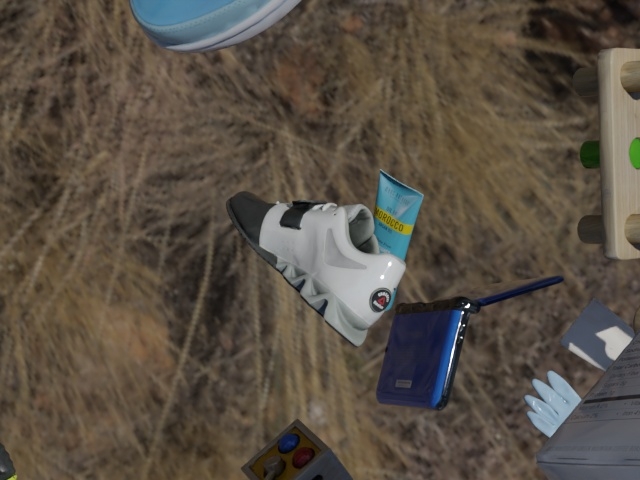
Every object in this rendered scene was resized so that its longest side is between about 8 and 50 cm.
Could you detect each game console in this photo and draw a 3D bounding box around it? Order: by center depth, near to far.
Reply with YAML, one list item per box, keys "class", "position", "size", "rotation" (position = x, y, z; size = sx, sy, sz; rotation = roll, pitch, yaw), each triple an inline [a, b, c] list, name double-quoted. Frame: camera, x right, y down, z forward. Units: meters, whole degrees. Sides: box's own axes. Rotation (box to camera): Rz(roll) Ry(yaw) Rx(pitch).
- class: "game console"
  position: [0.232, 0.162, 2.050]
  size: [0.173, 0.293, 0.250]
  rotation: [16, 81, -14]

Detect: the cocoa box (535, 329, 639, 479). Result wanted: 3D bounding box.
- class: "cocoa box"
  position: [0.360, 0.186, 0.816]
  size: [0.228, 0.231, 0.347]
  rotation: [-44, 103, -25]

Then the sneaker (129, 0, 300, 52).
- class: "sneaker"
  position: [-0.056, -0.235, 0.752]
  size: [0.319, 0.127, 0.208]
  rotation: [-41, 159, 29]

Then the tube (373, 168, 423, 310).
- class: "tube"
  position: [0.096, 0.004, 1.803]
  size: [0.052, 0.080, 0.207]
  rotation: [-29, 139, -45]

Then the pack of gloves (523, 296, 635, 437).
- class: "pack of gloves"
  position: [0.414, 0.226, 1.777]
  size: [0.195, 0.232, 0.046]
  rotation: [-52, 167, -3]

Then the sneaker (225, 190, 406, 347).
- class: "sneaker"
  position: [0.000, 0.000, 1.714]
  size: [0.146, 0.330, 0.122]
  rotation: [-50, 137, 1]

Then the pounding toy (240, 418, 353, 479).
- class: "pounding toy"
  position: [-0.048, 0.334, 1.799]
  size: [0.141, 0.130, 0.100]
  rotation: [-40, 119, -11]

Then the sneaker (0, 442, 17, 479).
- class: "sneaker"
  position: [-0.447, 0.194, 1.021]
  size: [0.384, 0.145, 0.147]
  rotation: [18, 156, -25]

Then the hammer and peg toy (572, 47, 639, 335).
- class: "hammer and peg toy"
  position: [0.436, -0.055, 1.598]
  size: [0.265, 0.127, 0.362]
  rotation: [-6, 94, -41]
